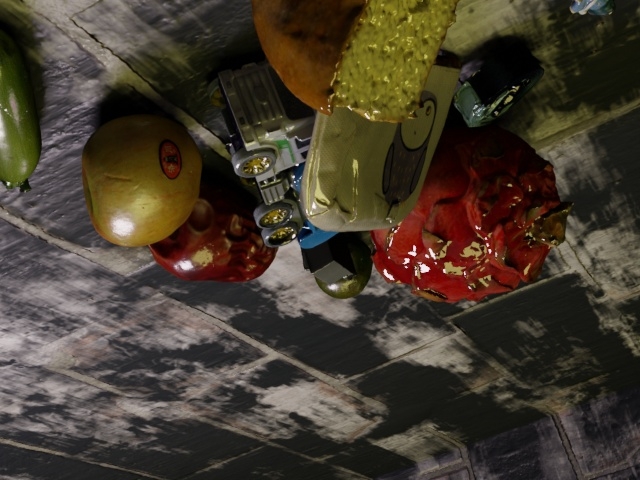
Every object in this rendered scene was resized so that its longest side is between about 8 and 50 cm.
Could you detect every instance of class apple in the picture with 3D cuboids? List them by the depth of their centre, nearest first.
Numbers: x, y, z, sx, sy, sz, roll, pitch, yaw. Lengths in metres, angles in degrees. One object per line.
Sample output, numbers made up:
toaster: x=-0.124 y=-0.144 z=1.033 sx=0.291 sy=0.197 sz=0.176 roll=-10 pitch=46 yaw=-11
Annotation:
apple: x=-0.240 y=-0.084 z=1.380 sx=0.155 sy=0.182 sz=0.182 roll=-13 pitch=154 yaw=-20

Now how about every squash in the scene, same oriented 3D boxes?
squash: x=-0.396 y=-0.147 z=1.282 sx=0.087 sy=0.087 sz=0.331 roll=-7 pitch=154 yaw=-14

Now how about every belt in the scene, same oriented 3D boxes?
belt: x=0.254 y=-0.219 z=1.454 sx=0.140 sy=0.058 sz=0.105 roll=-43 pitch=162 yaw=32

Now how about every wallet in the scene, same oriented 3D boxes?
wallet: x=0.082 y=-0.140 z=1.341 sx=0.335 sy=0.068 sz=0.274 roll=-6 pitch=119 yaw=-57

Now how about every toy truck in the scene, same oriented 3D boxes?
toy truck: x=-0.040 y=-0.117 z=1.451 sx=0.175 sy=0.146 sz=0.367 roll=-22 pitch=156 yaw=-2

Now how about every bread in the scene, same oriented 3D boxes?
bread: x=0.044 y=-0.299 z=1.068 sx=0.194 sy=0.179 sz=0.340 roll=13 pitch=100 yaw=-53

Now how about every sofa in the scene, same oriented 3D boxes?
sofa: x=0.000 y=0.000 z=1.679 sx=0.060 sy=0.147 sz=0.085 roll=-29 pitch=149 yaw=20

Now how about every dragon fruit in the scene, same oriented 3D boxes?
dragon fruit: x=0.221 y=-0.041 z=1.577 sx=0.342 sy=0.277 sz=0.277 roll=-3 pitch=165 yaw=39

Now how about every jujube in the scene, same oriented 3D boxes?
jujube: x=-0.164 y=-0.006 z=1.588 sx=0.155 sy=0.155 sz=0.230 roll=-27 pitch=155 yaw=22

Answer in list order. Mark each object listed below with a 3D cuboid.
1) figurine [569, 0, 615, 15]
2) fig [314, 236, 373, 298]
figurine: x=0.338 y=-0.330 z=1.306 sx=0.149 sy=0.087 sz=0.086 roll=18 pitch=101 yaw=-48
fig: x=0.049 y=0.051 z=1.868 sx=0.117 sy=0.117 sz=0.177 roll=-20 pitch=174 yaw=10
